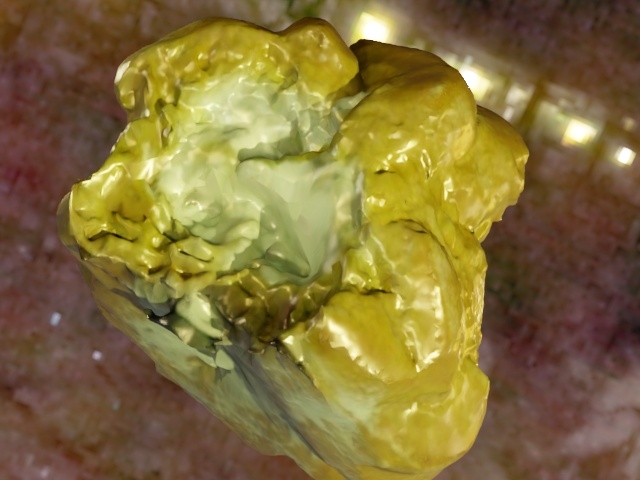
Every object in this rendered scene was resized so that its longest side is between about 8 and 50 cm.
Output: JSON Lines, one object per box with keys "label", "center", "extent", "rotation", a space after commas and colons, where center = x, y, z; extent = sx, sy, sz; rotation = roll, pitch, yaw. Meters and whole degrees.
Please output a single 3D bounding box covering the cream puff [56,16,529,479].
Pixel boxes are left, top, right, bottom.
{"label": "cream puff", "center": [0.006, 0.006, 1.070], "extent": [0.323, 0.270, 0.274], "rotation": [31, 155, 28]}
